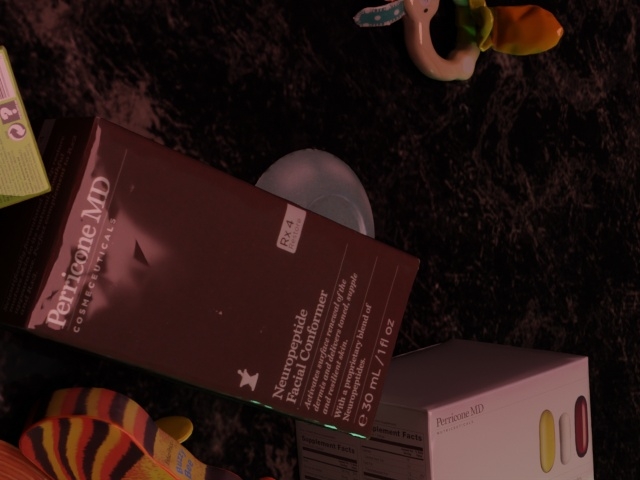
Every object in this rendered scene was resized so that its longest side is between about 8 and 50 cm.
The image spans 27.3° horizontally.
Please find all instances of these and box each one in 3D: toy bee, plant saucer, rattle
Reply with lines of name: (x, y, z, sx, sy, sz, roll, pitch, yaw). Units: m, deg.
toy bee: (-0.128, 0.233, 1.214, 0.298, 0.162, 0.195, 50, 16, -42)
plant saucer: (0.000, 0.000, 1.402, 0.195, 0.037, 0.195, -5, 97, -42)
rattle: (0.147, -0.247, 1.458, 0.199, 0.143, 0.130, 30, 91, -46)

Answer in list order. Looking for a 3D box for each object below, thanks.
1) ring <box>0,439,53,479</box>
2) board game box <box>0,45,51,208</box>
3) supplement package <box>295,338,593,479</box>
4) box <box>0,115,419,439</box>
ring: (-0.294, 0.324, 1.087, 0.336, 0.032, 0.336, 29, 49, -41)
board game box: (-0.353, -0.056, 1.025, 0.259, 0.039, 0.124, -21, 107, -21)
supplement package: (0.136, 0.208, 1.428, 0.262, 0.204, 0.145, -12, 100, -41)
box: (-0.104, 0.040, 1.214, 0.381, 0.143, 0.191, 22, 80, -34)
